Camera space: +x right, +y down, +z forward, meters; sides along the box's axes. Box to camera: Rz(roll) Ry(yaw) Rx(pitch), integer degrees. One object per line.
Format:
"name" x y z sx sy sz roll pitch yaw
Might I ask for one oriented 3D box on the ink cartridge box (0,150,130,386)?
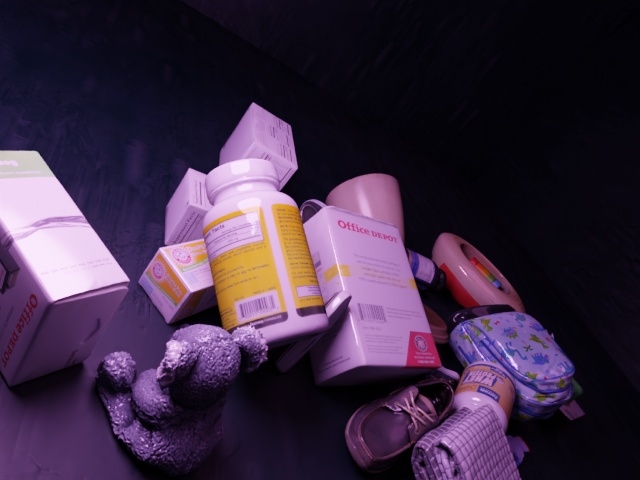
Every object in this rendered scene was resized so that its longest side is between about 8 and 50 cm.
"ink cartridge box" -0.426 0.034 0.664 0.273 0.198 0.114 48 29 16

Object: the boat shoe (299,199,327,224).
"boat shoe" 0.000 0.000 1.330 0.119 0.121 0.335 17 37 -44

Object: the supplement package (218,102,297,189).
"supplement package" -0.191 -0.240 1.354 0.145 0.204 0.262 28 30 -27

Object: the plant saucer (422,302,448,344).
"plant saucer" 0.260 0.205 1.350 0.277 0.041 0.278 29 12 -7

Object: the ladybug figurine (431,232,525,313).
"ladybug figurine" 0.595 0.167 1.784 0.449 0.162 0.305 51 29 20

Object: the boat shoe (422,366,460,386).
"boat shoe" 0.320 0.388 1.237 0.183 0.065 0.083 35 55 -41

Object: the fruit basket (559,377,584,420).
"fruit basket" 0.780 0.478 1.617 0.353 0.165 0.327 29 26 -54

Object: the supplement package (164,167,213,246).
"supplement package" -0.226 -0.042 1.091 0.244 0.139 0.134 21 34 -33

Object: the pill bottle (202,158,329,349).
"pill bottle" -0.112 0.029 0.856 0.187 0.187 0.334 2 68 -50

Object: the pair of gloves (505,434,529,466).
"pair of gloves" 0.498 0.528 1.284 0.159 0.023 0.198 11 38 -44

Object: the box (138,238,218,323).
"box" -0.244 0.071 0.941 0.114 0.103 0.203 48 28 13

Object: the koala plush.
"koala plush" -0.189 0.207 0.681 0.196 0.221 0.203 7 42 -47

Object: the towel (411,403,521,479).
"towel" 0.305 0.497 0.899 0.235 0.121 0.284 0 68 -51

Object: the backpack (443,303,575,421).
"backpack" 0.572 0.357 1.373 0.289 0.273 0.356 1 53 -23

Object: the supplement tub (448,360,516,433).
"supplement tub" 0.417 0.424 1.187 0.144 0.144 0.199 44 37 7

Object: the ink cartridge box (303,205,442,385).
"ink cartridge box" 0.101 0.140 1.115 0.279 0.160 0.385 14 53 -39

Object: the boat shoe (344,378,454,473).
"boat shoe" 0.183 0.374 0.998 0.132 0.130 0.355 51 29 21

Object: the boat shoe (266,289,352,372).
"boat shoe" -0.029 0.173 0.940 0.070 0.219 0.077 46 10 20

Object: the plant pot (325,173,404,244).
"plant pot" 0.170 -0.033 1.496 0.256 0.256 0.274 11 55 -43

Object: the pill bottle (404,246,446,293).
"pill bottle" 0.326 0.108 1.579 0.219 0.123 0.123 24 31 -29
